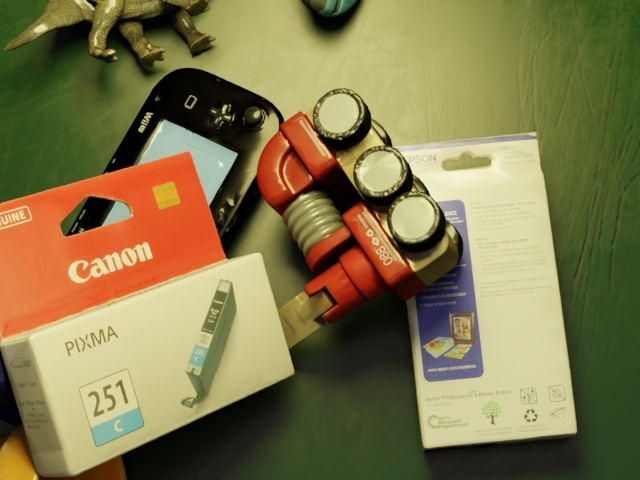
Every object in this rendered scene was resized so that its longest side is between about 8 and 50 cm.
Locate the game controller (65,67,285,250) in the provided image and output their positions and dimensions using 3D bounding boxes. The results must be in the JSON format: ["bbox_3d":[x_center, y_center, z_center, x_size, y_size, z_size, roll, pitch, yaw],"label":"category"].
[{"bbox_3d":[-0.172,-0.037,1.501,0.166,0.067,0.319,27,79,8],"label":"game controller"}]

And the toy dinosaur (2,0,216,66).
[{"bbox_3d":[-0.214,-0.285,1.551,0.314,0.121,0.160,-27,65,1],"label":"toy dinosaur"}]

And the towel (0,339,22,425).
[{"bbox_3d":[-0.359,0.071,1.361,0.076,0.308,0.227,-17,78,-5],"label":"towel"}]

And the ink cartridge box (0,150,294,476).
[{"bbox_3d":[-0.181,0.059,1.343,0.296,0.066,0.261,-21,96,-43],"label":"ink cartridge box"}]

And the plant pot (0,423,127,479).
[{"bbox_3d":[-0.324,0.282,1.382,0.188,0.205,0.205,-3,77,19],"label":"plant pot"}]

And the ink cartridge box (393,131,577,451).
[{"bbox_3d":[0.173,0.055,1.465,0.165,0.065,0.332,-5,79,2],"label":"ink cartridge box"}]

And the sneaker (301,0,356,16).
[{"bbox_3d":[-0.032,-0.413,1.571,0.140,0.125,0.340,-14,78,27],"label":"sneaker"}]

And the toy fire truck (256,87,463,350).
[{"bbox_3d":[0.000,0.000,1.427,0.246,0.158,0.217,-36,68,5],"label":"toy fire truck"}]
